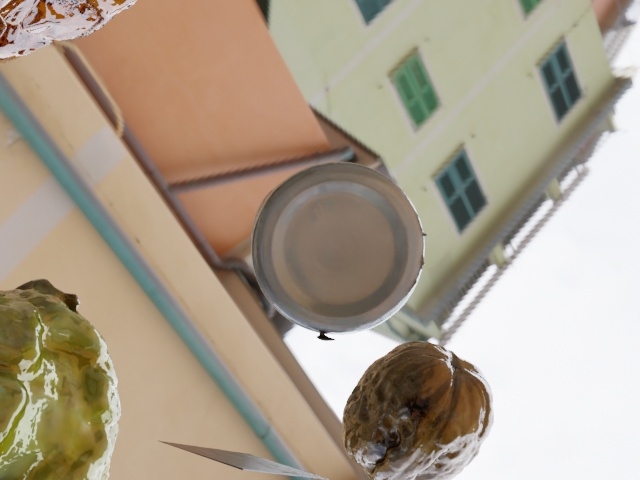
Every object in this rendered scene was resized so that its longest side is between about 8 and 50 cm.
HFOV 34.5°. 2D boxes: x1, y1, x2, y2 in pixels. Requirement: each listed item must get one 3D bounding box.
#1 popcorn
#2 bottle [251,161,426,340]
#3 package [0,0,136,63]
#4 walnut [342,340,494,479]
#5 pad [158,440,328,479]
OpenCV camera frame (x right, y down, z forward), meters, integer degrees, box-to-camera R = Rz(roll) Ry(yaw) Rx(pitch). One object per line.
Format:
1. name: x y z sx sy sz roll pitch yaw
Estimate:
1. popcorn: -0.205 0.109 0.574 0.185 0.187 0.167 0 -147 16
2. bottle: 0.000 0.000 0.437 0.060 0.060 0.217 -32 -178 -2
3. package: -0.137 -0.089 0.428 0.111 0.077 0.033 -14 -110 12
4. walnut: 0.106 0.203 1.168 0.184 0.155 0.155 -55 -149 20
5. pad: -0.089 0.262 1.227 0.127 0.190 0.004 10 -99 33
